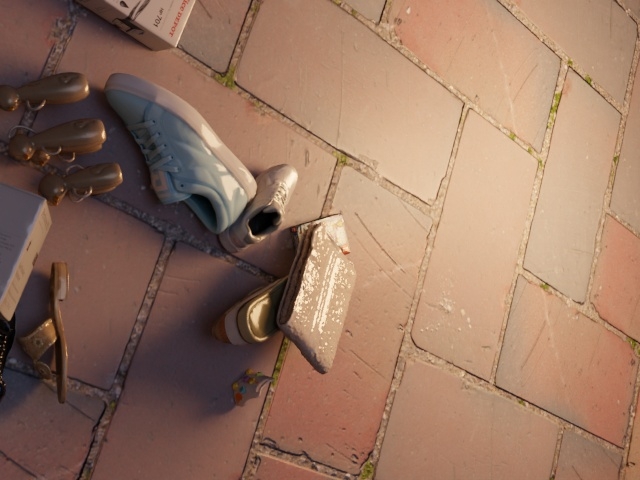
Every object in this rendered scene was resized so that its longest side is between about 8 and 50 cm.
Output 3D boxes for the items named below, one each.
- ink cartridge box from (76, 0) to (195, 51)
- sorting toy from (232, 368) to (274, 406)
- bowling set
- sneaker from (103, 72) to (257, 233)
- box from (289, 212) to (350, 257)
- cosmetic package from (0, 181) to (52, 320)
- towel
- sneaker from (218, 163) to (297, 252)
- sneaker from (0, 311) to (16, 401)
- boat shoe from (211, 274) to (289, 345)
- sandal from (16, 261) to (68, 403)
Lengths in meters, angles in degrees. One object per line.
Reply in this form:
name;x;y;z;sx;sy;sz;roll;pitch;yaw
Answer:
ink cartridge box;-0.336;-0.459;1.562;0.190;0.082;0.140;28;75;-37
sorting toy;-0.129;0.291;1.690;0.083;0.075;0.045;-43;113;-33
bowling set;-0.435;-0.124;1.425;0.154;0.200;0.287;-15;53;-19
sneaker;-0.271;-0.150;1.571;0.366;0.135;0.150;42;59;-28
box;0.000;0.000;1.848;0.137;0.027;0.094;-18;99;-39
cosmetic package;-0.527;0.008;1.313;0.151;0.151;0.184;21;73;-9
towel;0.000;0.113;1.736;0.187;0.049;0.282;53;39;-38
sneaker;-0.100;-0.066;1.714;0.090;0.115;0.232;48;60;-27
sneaker;-0.524;0.194;1.348;0.079;0.121;0.217;27;70;-35
boat shoe;-0.103;0.136;1.705;0.302;0.103;0.113;-14;91;-59
sandal;-0.473;0.155;1.429;0.079;0.088;0.240;3;78;-25
